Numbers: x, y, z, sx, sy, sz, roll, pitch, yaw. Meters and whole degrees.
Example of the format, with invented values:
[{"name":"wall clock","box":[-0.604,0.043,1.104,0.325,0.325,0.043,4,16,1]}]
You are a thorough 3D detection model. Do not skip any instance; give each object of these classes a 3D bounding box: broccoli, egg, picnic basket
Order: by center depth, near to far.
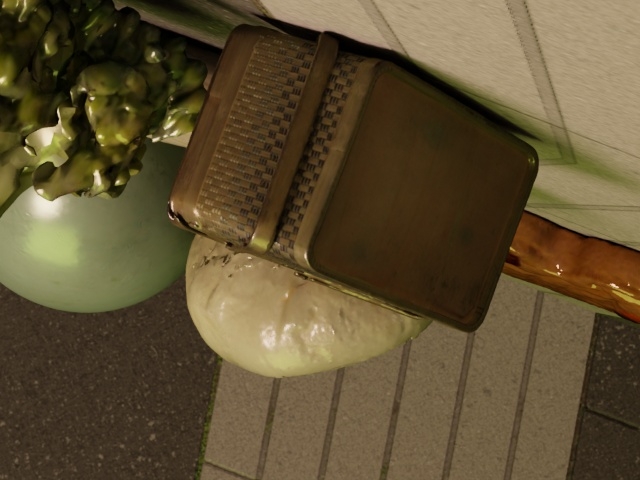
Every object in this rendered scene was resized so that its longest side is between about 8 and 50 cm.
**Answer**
[{"name":"picnic basket","box":[0.031,-0.044,1.489,0.139,0.165,0.266,18,177,38]},{"name":"broccoli","box":[-0.256,-0.134,1.496,0.324,0.272,0.334,-18,169,0]},{"name":"egg","box":[-0.234,-0.065,2.004,0.276,0.276,0.389,21,178,-5]}]

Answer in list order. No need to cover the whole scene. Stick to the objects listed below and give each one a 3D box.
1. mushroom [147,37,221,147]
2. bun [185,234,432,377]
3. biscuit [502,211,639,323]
[{"name":"mushroom","box":[-0.079,-0.116,1.783,0.351,0.095,0.123,23,-164,6]},{"name":"bun","box":[0.000,0.000,1.881,0.287,0.287,0.146,19,143,45]},{"name":"biscuit","box":[0.363,0.058,2.275,0.455,0.078,0.350,20,-178,18]}]
